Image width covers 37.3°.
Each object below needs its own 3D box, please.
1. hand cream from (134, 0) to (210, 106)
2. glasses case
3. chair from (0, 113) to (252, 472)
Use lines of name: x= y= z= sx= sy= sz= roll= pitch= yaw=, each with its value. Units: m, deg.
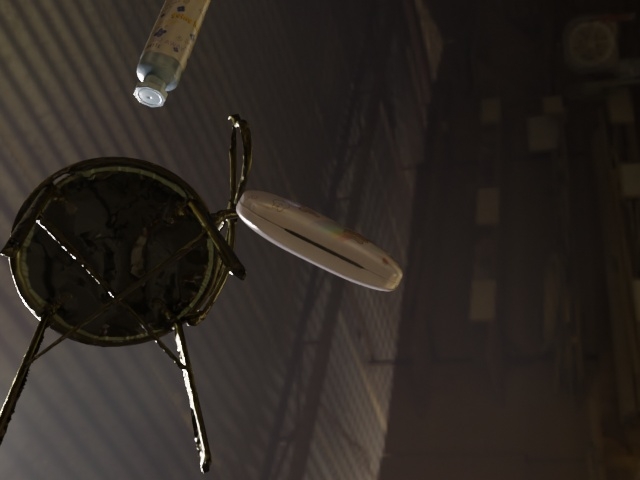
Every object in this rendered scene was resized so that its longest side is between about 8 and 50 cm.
hand cream: x=-0.144 y=-0.208 z=0.947 sx=0.043 sy=0.065 sz=0.171 roll=48 pitch=-133 yaw=-42
glasses case: x=0.000 y=0.000 z=0.435 sx=0.021 sy=0.083 sz=0.032 roll=-61 pitch=11 yaw=12
chair: x=-0.131 y=0.013 z=0.668 sx=0.326 sy=0.170 sz=0.160 roll=-112 pitch=31 yaw=-65
